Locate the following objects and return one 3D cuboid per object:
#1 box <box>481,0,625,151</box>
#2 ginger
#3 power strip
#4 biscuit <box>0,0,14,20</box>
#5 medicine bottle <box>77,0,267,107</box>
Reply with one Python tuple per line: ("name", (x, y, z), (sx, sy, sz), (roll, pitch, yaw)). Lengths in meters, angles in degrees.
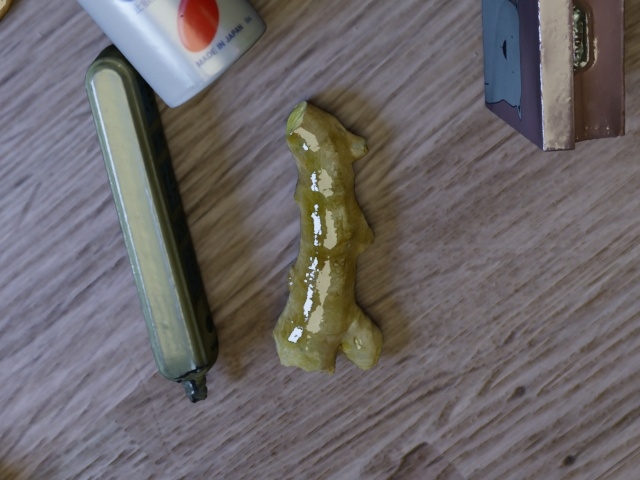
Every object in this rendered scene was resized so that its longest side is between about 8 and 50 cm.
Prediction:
("box", (0.218, -0.213, 1.564), (0.086, 0.215, 0.215), (-7, 107, -8))
("ginger", (0.001, 0.001, 1.711), (0.118, 0.065, 0.299), (-7, 109, -10))
("power strip", (-0.167, -0.009, 1.698), (0.066, 0.092, 0.388), (-10, 107, 7))
("biscuit", (-0.411, -0.271, 1.653), (0.203, 0.041, 0.260), (34, 106, -12))
("medicine bottle", (-0.206, -0.297, 1.591), (0.130, 0.130, 0.341), (-37, 102, 12))
